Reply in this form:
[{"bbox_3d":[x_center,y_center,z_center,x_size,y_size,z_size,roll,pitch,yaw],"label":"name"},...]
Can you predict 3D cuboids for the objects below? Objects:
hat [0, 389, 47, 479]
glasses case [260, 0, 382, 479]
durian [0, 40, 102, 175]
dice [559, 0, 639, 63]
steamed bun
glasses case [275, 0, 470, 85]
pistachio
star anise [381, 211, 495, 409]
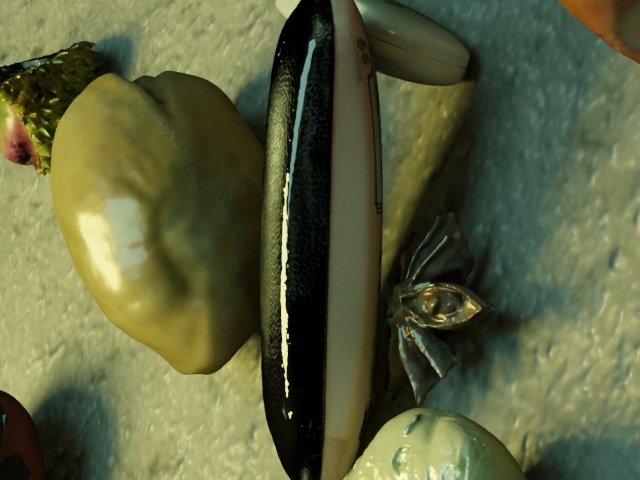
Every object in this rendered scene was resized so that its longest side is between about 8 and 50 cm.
[{"bbox_3d":[-0.273,0.187,1.482,0.205,0.089,0.205,166,90,-73],"label":"hat"},{"bbox_3d":[0.000,0.000,1.130,0.122,0.075,0.314,-157,67,-83],"label":"glasses case"},{"bbox_3d":[-0.249,-0.119,1.649,0.186,0.119,0.108,17,126,69],"label":"durian"},{"bbox_3d":[0.204,-0.193,0.899,0.175,0.174,0.179,-38,44,39],"label":"dice"},{"bbox_3d":[0.071,0.163,0.991,0.112,0.091,0.130,14,84,52],"label":"steamed bun"},{"bbox_3d":[0.033,-0.145,1.226,0.193,0.074,0.049,38,109,57],"label":"glasses case"},{"bbox_3d":[-0.112,-0.022,1.306,0.293,0.162,0.182,-121,27,-49],"label":"pistachio"},{"bbox_3d":[0.073,0.043,1.080,0.129,0.056,0.124,163,119,-70],"label":"star anise"}]
